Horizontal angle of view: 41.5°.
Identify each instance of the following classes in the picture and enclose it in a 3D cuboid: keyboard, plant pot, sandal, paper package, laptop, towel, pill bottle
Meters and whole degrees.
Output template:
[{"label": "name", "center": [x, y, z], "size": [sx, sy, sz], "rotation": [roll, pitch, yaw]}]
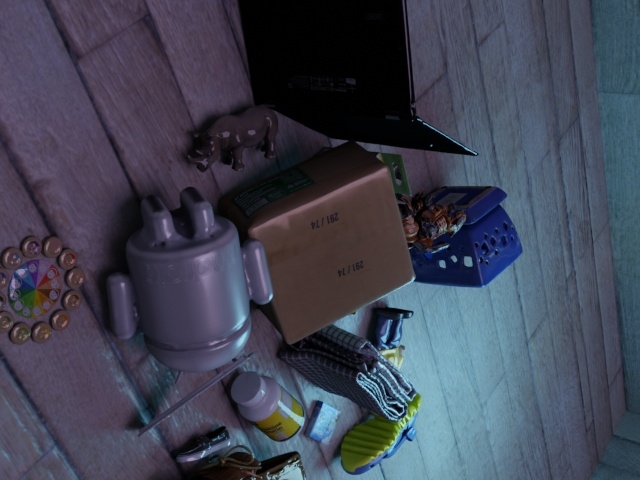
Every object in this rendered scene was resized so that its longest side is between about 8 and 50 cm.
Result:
[{"label": "keyboard", "center": [-0.233, 0.289, 1.592], "size": [0.256, 0.014, 0.072], "rotation": [-36, 171, 3]}, {"label": "plant pot", "center": [0.372, -0.021, 2.246], "size": [0.236, 0.236, 0.212], "rotation": [-32, 117, -44]}, {"label": "sandal", "center": [0.169, 0.525, 2.226], "size": [0.317, 0.126, 0.138], "rotation": [-31, 127, -42]}, {"label": "paper package", "center": [0.000, 0.000, 1.730], "size": [0.324, 0.168, 0.310], "rotation": [-26, 122, -15]}, {"label": "laptop", "center": [0.077, -0.337, 1.649], "size": [0.236, 0.382, 0.408], "rotation": [-33, 125, -43]}, {"label": "towel", "center": [0.063, 0.298, 1.933], "size": [0.121, 0.235, 0.284], "rotation": [-59, 139, -14]}, {"label": "pill bottle", "center": [-0.116, 0.356, 1.824], "size": [0.103, 0.103, 0.184], "rotation": [-61, 139, -21]}]

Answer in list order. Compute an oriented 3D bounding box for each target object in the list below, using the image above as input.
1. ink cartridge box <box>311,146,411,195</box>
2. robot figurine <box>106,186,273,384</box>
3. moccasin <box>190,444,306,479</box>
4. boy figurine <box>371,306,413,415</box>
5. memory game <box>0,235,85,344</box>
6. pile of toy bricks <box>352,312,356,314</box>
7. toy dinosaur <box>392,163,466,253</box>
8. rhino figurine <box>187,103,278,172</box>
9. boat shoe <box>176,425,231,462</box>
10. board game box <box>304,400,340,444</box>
[{"label": "ink cartridge box", "center": [0.087, -0.138, 1.857], "size": [0.062, 0.209, 0.109], "rotation": [-46, 132, -38]}, {"label": "robot figurine", "center": [-0.234, 0.088, 1.519], "size": [0.299, 0.200, 0.354], "rotation": [-13, 114, -13]}, {"label": "moccasin", "center": [-0.172, 0.499, 1.763], "size": [0.380, 0.139, 0.147], "rotation": [6, 77, -43]}, {"label": "boy figurine", "center": [0.165, 0.316, 2.183], "size": [0.177, 0.092, 0.285], "rotation": [8, 91, -55]}, {"label": "memory game", "center": [-0.463, 0.082, 1.380], "size": [0.186, 0.012, 0.186], "rotation": [-17, 113, -48]}, {"label": "pile of toy bricks", "center": [0.083, 0.087, 2.002], "size": [0.118, 0.105, 0.212], "rotation": [-2, 141, -52]}, {"label": "toy dinosaur", "center": [0.187, -0.054, 1.967], "size": [0.322, 0.218, 0.164], "rotation": [-1, 142, -44]}, {"label": "rhino figurine", "center": [-0.169, -0.194, 1.629], "size": [0.243, 0.073, 0.106], "rotation": [-27, 124, -44]}, {"label": "boat shoe", "center": [-0.242, 0.419, 1.733], "size": [0.142, 0.049, 0.040], "rotation": [-10, 89, -52]}, {"label": "board game box", "center": [0.006, 0.448, 2.073], "size": [0.090, 0.020, 0.090], "rotation": [38, 71, -50]}]
